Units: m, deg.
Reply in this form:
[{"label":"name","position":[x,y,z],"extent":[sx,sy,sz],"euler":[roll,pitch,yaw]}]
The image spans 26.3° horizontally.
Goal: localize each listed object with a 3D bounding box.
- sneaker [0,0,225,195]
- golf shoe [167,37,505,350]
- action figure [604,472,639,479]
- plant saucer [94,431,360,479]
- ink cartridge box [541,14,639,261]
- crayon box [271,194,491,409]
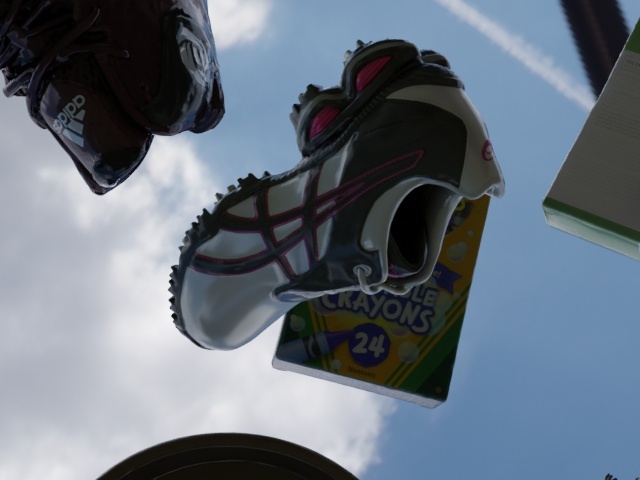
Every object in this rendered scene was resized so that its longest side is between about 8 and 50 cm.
[{"label":"sneaker","position":[-0.130,-0.104,0.580],"extent":[0.281,0.106,0.163],"euler":[7,-122,-51]},{"label":"golf shoe","position":[0.000,0.000,0.862],"extent":[0.105,0.273,0.120],"euler":[-5,-126,-48]},{"label":"action figure","position":[0.338,0.272,1.437],"extent":[0.137,0.232,0.063],"euler":[-1,-129,-34]},{"label":"plant saucer","position":[-0.062,0.266,0.938],"extent":[0.277,0.041,0.278],"euler":[0,-89,1]},{"label":"ink cartridge box","position":[0.333,-0.093,1.277],"extent":[0.171,0.056,0.235],"euler":[23,-105,27]},{"label":"crayon box","position":[0.079,0.015,1.617],"extent":[0.203,0.083,0.323],"euler":[14,-105,-3]}]
